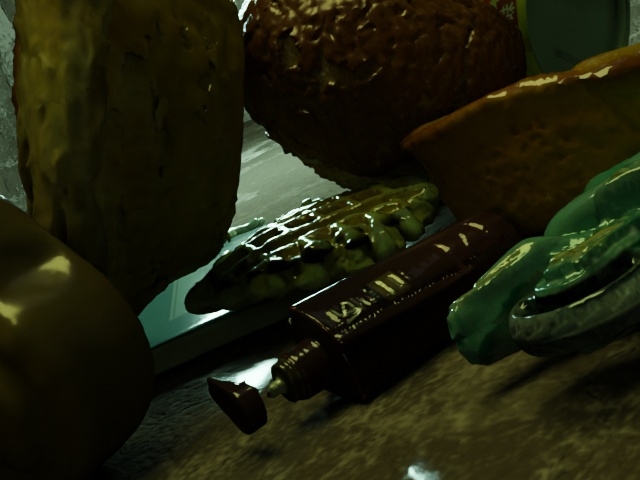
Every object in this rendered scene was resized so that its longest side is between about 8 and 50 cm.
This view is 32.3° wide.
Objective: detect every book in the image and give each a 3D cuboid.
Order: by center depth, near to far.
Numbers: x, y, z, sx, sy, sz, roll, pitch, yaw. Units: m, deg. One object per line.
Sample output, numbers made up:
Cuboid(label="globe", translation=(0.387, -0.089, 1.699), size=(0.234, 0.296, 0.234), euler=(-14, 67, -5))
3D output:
Cuboid(label="book", translation=(-0.096, 0.045, 1.141), size=(0.264, 0.031, 0.379), euler=(-23, 11, 0))

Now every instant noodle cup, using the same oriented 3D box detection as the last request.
Cuboid(label="instant noodle cup", translation=(0.229, -0.279, 1.372), size=(0.222, 0.311, 0.311), euler=(2, 26, 44))

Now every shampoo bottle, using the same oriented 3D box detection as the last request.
Cuboid(label="shampoo bottle", translation=(0.037, 0.054, 0.738), size=(0.236, 0.067, 0.068), euler=(-30, 22, -29))

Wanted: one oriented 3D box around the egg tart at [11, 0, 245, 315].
Cuboid(label="egg tart", translation=(-0.159, -0.109, 0.958), size=(0.178, 0.443, 0.443), euler=(-2, 8, -9))

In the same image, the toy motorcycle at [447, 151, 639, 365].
Cuboid(label="toy motorcycle", translation=(0.205, -0.017, 0.637), size=(0.297, 0.109, 0.198), euler=(-29, 5, -23))

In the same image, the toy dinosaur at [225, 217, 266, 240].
Cuboid(label="toy dinosaur", translation=(-0.161, 0.000, 1.483), size=(0.106, 0.044, 0.187), euler=(-16, -10, -46))

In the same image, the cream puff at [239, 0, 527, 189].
Cuboid(label="cream puff", translation=(0.049, -0.153, 1.079), size=(0.303, 0.212, 0.303), euler=(17, 2, 0))

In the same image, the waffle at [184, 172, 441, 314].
Cuboid(label="waffle", translation=(0.000, 0.000, 0.963), size=(0.214, 0.054, 0.208), euler=(-14, 13, 31))

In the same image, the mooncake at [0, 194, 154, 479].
Cuboid(label="mooncake", translation=(-0.242, 0.086, 0.789), size=(0.235, 0.234, 0.117), euler=(-15, 19, 38))

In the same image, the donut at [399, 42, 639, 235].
Cuboid(label="donut", translation=(0.218, -0.089, 0.853), size=(0.303, 0.110, 0.303), euler=(-22, 2, 1))
